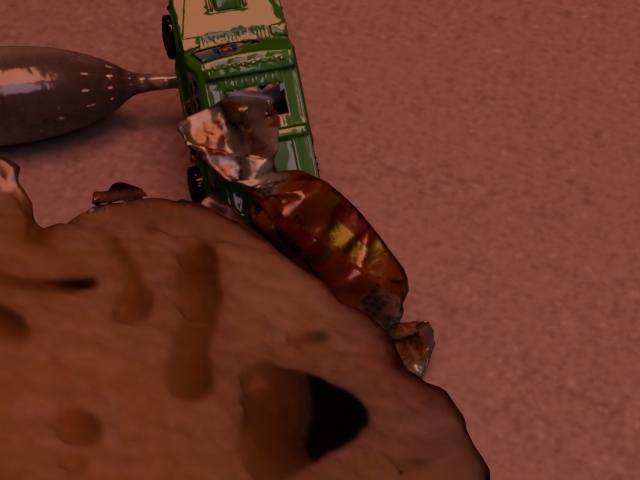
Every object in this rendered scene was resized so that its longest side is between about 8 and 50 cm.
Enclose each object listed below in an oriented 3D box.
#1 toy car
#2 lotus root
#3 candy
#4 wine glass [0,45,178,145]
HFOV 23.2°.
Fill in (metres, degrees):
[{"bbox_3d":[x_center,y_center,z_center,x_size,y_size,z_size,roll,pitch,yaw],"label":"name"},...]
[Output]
[{"bbox_3d":[-0.038,-0.062,0.841,0.071,0.062,0.165,-11,89,-14],"label":"toy car"},{"bbox_3d":[-0.110,0.100,0.634,0.391,0.111,0.375,19,30,-11],"label":"lotus root"},{"bbox_3d":[0.000,0.000,0.790,0.053,0.046,0.182,-43,101,-16],"label":"candy"},{"bbox_3d":[-0.136,-0.087,0.893,0.198,0.066,0.066,-6,52,-9],"label":"wine glass"}]
